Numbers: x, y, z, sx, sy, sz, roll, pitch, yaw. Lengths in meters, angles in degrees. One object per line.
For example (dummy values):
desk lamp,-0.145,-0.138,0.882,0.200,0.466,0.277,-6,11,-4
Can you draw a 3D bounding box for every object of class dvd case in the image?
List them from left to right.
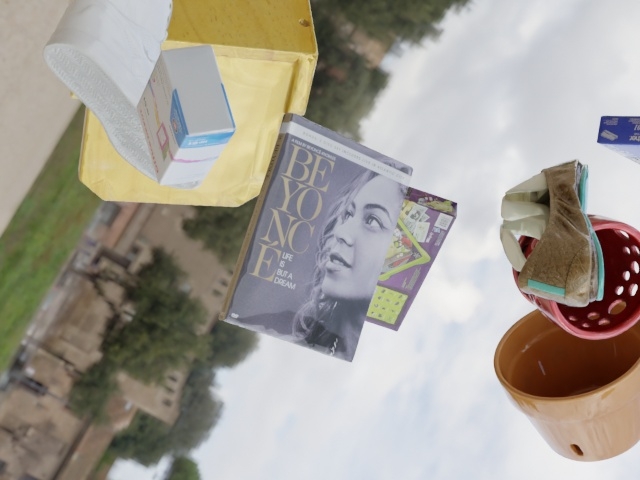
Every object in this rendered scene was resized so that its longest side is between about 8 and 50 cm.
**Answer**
dvd case,0.000,0.000,1.169,0.018,0.165,0.221,7,-103,58

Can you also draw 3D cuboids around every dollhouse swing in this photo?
dollhouse swing,-0.217,-0.267,1.750,0.305,0.347,0.315,115,-28,-53

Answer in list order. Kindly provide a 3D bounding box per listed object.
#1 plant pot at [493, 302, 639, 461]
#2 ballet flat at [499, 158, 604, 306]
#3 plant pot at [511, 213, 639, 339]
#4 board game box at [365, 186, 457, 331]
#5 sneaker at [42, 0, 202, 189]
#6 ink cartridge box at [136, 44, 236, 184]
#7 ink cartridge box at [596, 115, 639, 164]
plant pot,0.488,0.268,2.090,0.291,0.203,0.291,-18,-150,11
ballet flat,0.297,-0.019,1.478,0.342,0.124,0.116,-73,162,-59
plant pot,0.411,0.043,1.799,0.191,0.191,0.174,-58,-160,5
board game box,0.114,0.027,2.226,0.056,0.208,0.346,-82,-169,-46
sneaker,-0.197,-0.197,1.320,0.292,0.108,0.169,58,41,-52
ink cartridge box,-0.129,-0.115,1.064,0.122,0.052,0.088,134,-59,-63
ink cartridge box,0.520,-0.146,1.747,0.097,0.207,0.046,6,-96,42
